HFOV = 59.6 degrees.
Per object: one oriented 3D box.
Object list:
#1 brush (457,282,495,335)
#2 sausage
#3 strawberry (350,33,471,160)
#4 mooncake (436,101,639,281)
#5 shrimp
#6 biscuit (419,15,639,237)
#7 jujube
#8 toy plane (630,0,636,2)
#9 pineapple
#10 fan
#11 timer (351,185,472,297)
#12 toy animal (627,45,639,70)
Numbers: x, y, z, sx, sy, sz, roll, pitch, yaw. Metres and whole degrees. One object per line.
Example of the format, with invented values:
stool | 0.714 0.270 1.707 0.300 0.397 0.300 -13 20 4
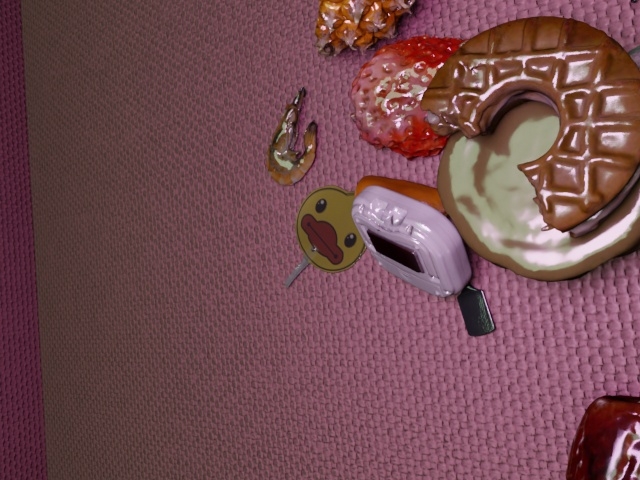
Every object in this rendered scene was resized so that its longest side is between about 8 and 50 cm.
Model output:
brush | 0.316 0.107 1.188 0.063 0.016 0.194 -23 77 34
sausage | 0.176 -0.087 1.248 0.238 0.098 0.098 18 101 37
strawberry | 0.212 -0.322 1.184 0.336 0.149 0.265 -14 80 35
mooncake | 0.420 -0.112 1.007 0.378 0.200 0.379 -2 87 33
shrimp | -0.066 -0.260 1.448 0.145 0.059 0.254 37 112 28
biscuit | 0.345 -0.204 0.878 0.268 0.115 0.366 -50 64 19
jujube | 0.524 0.426 0.928 0.223 0.223 0.318 -3 81 37
toy plane | 0.593 -0.431 0.949 0.130 0.061 0.189 -23 77 34
pineapple | 0.119 -0.503 1.252 0.209 0.344 0.286 25 141 4
fan | 0.001 0.000 1.428 0.335 0.011 0.230 -51 63 24
timer | 0.180 0.005 1.155 0.087 0.237 0.262 -48 45 -15
toy animal | 0.600 -0.308 0.895 0.251 0.127 0.125 17 122 45
